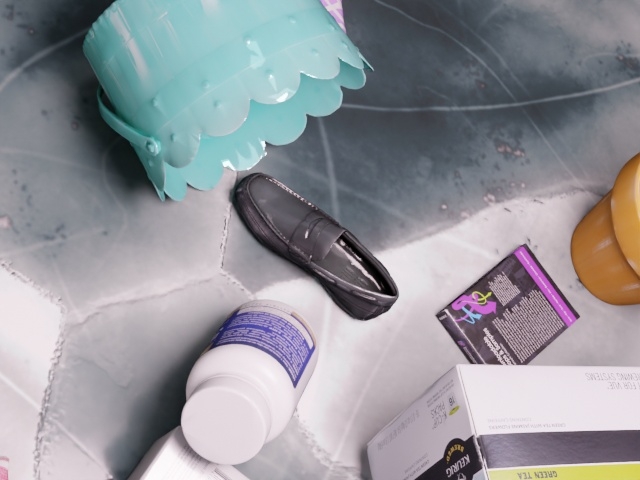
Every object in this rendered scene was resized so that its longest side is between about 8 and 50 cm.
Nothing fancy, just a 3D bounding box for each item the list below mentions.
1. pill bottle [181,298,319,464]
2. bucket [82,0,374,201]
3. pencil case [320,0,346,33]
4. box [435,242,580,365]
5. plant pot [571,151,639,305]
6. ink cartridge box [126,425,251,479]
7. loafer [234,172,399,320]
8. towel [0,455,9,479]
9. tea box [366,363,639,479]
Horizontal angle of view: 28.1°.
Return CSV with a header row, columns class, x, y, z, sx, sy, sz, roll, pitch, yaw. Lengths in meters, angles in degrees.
class,x,y,z,sx,sy,sz,roll,pitch,yaw
pill bottle,-0.073,0.143,1.289,0.112,0.112,0.186,45,23,-6
bucket,-0.104,-0.184,1.356,0.281,0.281,0.183,-29,85,-32
pencil case,-0.010,-0.300,1.548,0.086,0.088,0.206,3,71,-24
box,0.230,0.092,1.557,0.162,0.029,0.116,-35,88,-33
plant pot,0.420,-0.004,1.595,0.205,0.188,0.205,9,67,-23
ink cartridge box,-0.111,0.312,1.266,0.212,0.093,0.154,38,60,-7
loafer,0.000,0.000,1.445,0.223,0.078,0.076,42,58,-7
towel,-0.342,0.273,1.158,0.144,0.029,0.197,5,44,-27
tea box,0.263,0.315,1.314,0.329,0.220,0.323,4,57,-26
